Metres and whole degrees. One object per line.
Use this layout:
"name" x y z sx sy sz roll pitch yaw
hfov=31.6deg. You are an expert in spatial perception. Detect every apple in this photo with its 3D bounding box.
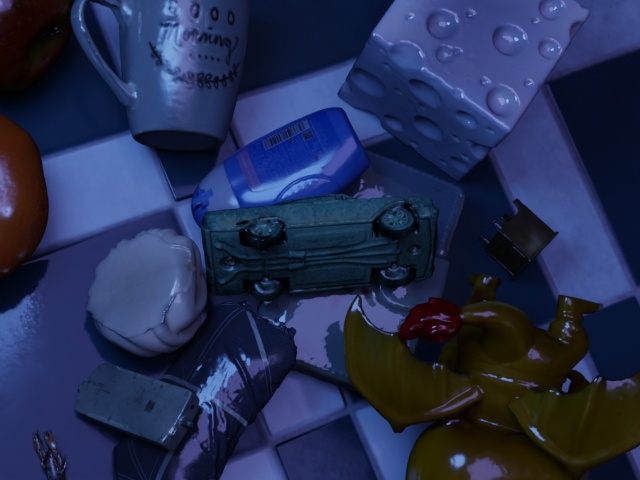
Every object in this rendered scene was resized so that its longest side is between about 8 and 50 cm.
"apple" -0.462 -0.320 1.569 0.230 0.230 0.230 3 74 -11

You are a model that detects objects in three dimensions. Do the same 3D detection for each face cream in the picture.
"face cream" -0.064 -0.089 1.623 0.264 0.083 0.149 -26 53 4

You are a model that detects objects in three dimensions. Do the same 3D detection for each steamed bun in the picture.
"steamed bun" -0.230 0.076 1.552 0.183 0.106 0.183 -12 60 22

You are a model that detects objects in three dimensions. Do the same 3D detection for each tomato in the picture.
"tomato" -0.489 -0.054 1.508 0.260 0.180 0.260 2 77 -9

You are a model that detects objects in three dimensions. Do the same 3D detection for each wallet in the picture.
"wallet" 0.061 0.039 1.650 0.252 0.083 0.360 18 73 0

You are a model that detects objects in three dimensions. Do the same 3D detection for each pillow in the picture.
"pillow" -0.162 0.234 1.519 0.161 0.092 0.335 25 72 31

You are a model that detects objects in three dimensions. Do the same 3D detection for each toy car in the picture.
"toy car" 0.000 0.000 1.552 0.320 0.141 0.097 -5 44 -4

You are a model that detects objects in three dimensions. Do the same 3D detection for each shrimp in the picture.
"shrimp" -0.358 0.292 1.516 0.029 0.038 0.092 -14 73 -59

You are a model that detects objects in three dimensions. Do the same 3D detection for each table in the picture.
"table" 0.295 -0.003 1.708 0.082 0.083 0.070 44 68 9

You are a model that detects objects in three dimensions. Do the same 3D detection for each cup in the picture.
"cup" -0.231 -0.259 1.605 0.258 0.186 0.234 9 79 -30

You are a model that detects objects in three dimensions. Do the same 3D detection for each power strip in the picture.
"power strip" -0.239 0.218 1.490 0.029 0.227 0.080 50 61 -42

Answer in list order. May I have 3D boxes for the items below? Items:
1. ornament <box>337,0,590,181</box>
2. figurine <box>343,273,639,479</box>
"ornament" 0.205 -0.275 1.678 0.240 0.239 0.240 35 71 -1
"figurine" 0.213 0.243 1.521 0.401 0.268 0.387 12 93 7
